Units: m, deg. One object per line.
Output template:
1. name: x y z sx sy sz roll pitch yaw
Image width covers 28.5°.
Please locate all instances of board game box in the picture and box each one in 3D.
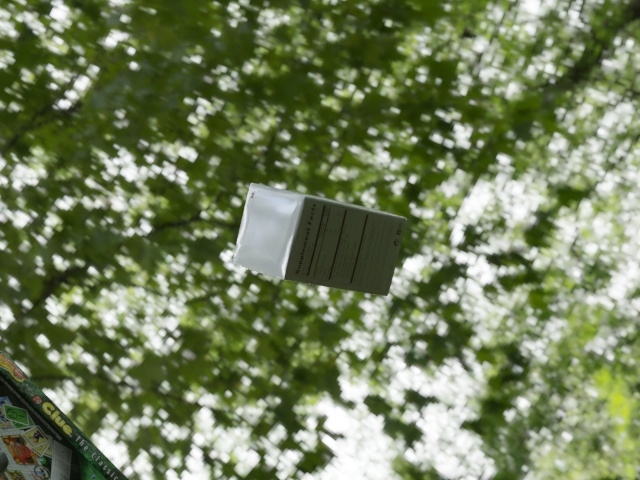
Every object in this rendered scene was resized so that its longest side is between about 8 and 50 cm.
1. board game box: -0.257 0.236 1.189 0.136 0.030 0.259 -41 -85 21

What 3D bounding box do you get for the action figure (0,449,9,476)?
1. action figure: -0.254 0.210 0.777 0.063 0.137 0.232 -47 -2 26

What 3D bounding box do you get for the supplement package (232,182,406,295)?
1. supplement package: 0.000 0.000 1.543 0.179 0.105 0.105 11 -87 -42
